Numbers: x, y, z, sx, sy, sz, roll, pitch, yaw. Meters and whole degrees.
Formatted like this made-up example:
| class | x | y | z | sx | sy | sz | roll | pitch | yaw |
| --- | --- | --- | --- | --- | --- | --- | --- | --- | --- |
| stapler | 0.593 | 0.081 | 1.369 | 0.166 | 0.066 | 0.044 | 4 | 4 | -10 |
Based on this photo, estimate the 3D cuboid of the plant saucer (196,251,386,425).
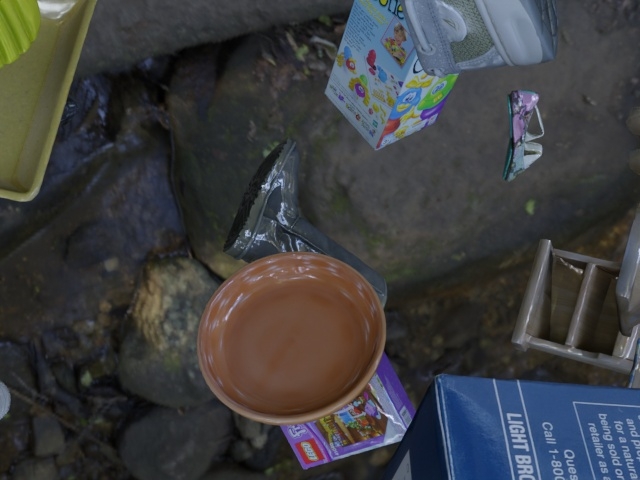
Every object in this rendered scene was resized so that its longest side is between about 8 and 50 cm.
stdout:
| class | x | y | z | sx | sy | sz | roll | pitch | yaw |
| --- | --- | --- | --- | --- | --- | --- | --- | --- | --- |
| plant saucer | -0.030 | 0.103 | 0.900 | 0.200 | 0.200 | 0.037 | -26 | 147 | -9 |

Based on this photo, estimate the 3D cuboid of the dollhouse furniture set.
| class | x | y | z | sx | sy | sz | roll | pitch | yaw |
| --- | --- | --- | --- | --- | --- | --- | --- | --- | --- |
| dollhouse furniture set | 0.384 | 0.060 | 1.140 | 0.394 | 0.256 | 0.362 | 42 | 64 | -63 |

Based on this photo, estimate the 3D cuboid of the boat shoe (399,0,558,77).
| class | x | y | z | sx | sy | sz | roll | pitch | yaw |
| --- | --- | --- | --- | --- | --- | --- | --- | --- | --- |
| boat shoe | 0.046 | -0.215 | 0.499 | 0.103 | 0.118 | 0.320 | -12 | 143 | 30 |

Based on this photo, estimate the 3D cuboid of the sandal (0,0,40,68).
| class | x | y | z | sx | sy | sz | roll | pitch | yaw |
| --- | --- | --- | --- | --- | --- | --- | --- | --- | --- |
| sandal | -0.466 | -0.226 | 0.945 | 0.317 | 0.138 | 0.126 | -29 | 120 | -34 |

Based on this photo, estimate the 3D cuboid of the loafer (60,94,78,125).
| class | x | y | z | sx | sy | sz | roll | pitch | yaw |
| --- | --- | --- | --- | --- | --- | --- | --- | --- | --- |
| loafer | -0.413 | -0.200 | 1.269 | 0.078 | 0.223 | 0.076 | -14 | 110 | -24 |

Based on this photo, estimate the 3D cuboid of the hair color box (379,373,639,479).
| class | x | y | z | sx | sy | sz | roll | pitch | yaw |
| --- | --- | --- | --- | --- | --- | --- | --- | --- | --- |
| hair color box | 0.202 | 0.162 | 0.412 | 0.347 | 0.105 | 0.174 | 5 | 139 | -9 |

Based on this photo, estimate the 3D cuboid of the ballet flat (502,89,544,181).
| class | x | y | z | sx | sy | sz | roll | pitch | yaw |
| --- | --- | --- | --- | --- | --- | --- | --- | --- | --- |
| ballet flat | 0.419 | -0.210 | 1.759 | 0.079 | 0.077 | 0.221 | 1 | 131 | 9 |

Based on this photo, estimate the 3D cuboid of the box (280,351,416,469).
| class | x | y | z | sx | sy | sz | roll | pitch | yaw |
| --- | --- | --- | --- | --- | --- | --- | --- | --- | --- |
| box | -0.004 | 0.187 | 1.293 | 0.201 | 0.057 | 0.293 | -24 | 97 | 29 |

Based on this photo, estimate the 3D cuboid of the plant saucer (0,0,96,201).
| class | x | y | z | sx | sy | sz | roll | pitch | yaw |
| --- | --- | --- | --- | --- | --- | --- | --- | --- | --- |
| plant saucer | -0.479 | -0.215 | 1.079 | 0.333 | 0.332 | 0.081 | 12 | 158 | -8 |

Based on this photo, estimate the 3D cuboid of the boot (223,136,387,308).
| class | x | y | z | sx | sy | sz | roll | pitch | yaw |
| --- | --- | --- | --- | --- | --- | --- | --- | --- | --- |
| boot | -0.001 | 0.000 | 1.037 | 0.208 | 0.076 | 0.189 | 30 | 64 | -17 |

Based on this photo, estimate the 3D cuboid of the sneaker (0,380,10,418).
| class | x | y | z | sx | sy | sz | roll | pitch | yaw |
| --- | --- | --- | --- | --- | --- | --- | --- | --- | --- |
| sneaker | -0.626 | 0.238 | 1.240 | 0.292 | 0.169 | 0.108 | 0 | 92 | 2 |

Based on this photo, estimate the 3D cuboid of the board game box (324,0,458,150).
| class | x | y | z | sx | sy | sz | roll | pitch | yaw |
| --- | --- | --- | --- | --- | --- | --- | --- | --- | --- |
| board game box | 0.130 | -0.297 | 1.306 | 0.142 | 0.144 | 0.275 | -27 | 157 | -29 |
